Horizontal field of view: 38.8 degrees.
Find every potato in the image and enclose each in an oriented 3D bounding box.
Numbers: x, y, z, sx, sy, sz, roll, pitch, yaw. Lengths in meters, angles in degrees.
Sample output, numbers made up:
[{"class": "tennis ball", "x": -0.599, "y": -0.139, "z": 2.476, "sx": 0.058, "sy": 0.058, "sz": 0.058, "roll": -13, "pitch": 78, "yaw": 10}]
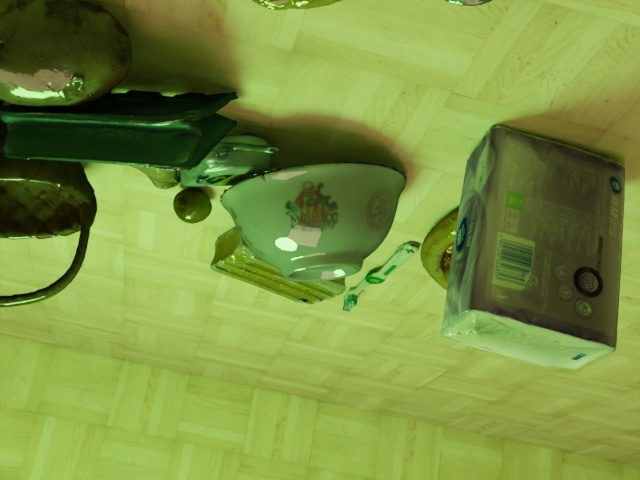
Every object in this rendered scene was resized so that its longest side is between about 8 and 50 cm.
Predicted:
[{"class": "potato", "x": -0.403, "y": -0.271, "z": 1.300, "sx": 0.262, "sy": 0.165, "sz": 0.165, "roll": 12, "pitch": 158, "yaw": -7}]

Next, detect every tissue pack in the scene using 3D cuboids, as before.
[{"class": "tissue pack", "x": 0.338, "y": 0.010, "z": 1.438, "sx": 0.242, "sy": 0.338, "sz": 0.160, "roll": 17, "pitch": 153, "yaw": -8}]

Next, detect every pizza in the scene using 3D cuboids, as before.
[{"class": "pizza", "x": 0.295, "y": 0.034, "z": 1.854, "sx": 0.182, "sy": 0.073, "sz": 0.365, "roll": 17, "pitch": 159, "yaw": 5}]

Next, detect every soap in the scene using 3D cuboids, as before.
[{"class": "soap", "x": -0.094, "y": 0.059, "z": 2.061, "sx": 0.274, "sy": 0.089, "sz": 0.173, "roll": 22, "pitch": 156, "yaw": -26}]

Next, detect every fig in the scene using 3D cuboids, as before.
[{"class": "fig", "x": -0.255, "y": -0.069, "z": 1.849, "sx": 0.074, "sy": 0.074, "sz": 0.088, "roll": -6, "pitch": 169, "yaw": 33}]

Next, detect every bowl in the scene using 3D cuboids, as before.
[{"class": "bowl", "x": -0.005, "y": -0.015, "z": 1.641, "sx": 0.346, "sy": 0.157, "sz": 0.345, "roll": -6, "pitch": 167, "yaw": -1}]

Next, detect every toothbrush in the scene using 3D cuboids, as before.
[{"class": "toothbrush", "x": 0.131, "y": 0.081, "z": 2.099, "sx": 0.042, "sy": 0.040, "sz": 0.418, "roll": 17, "pitch": 152, "yaw": -13}]

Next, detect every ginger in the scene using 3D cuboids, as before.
[{"class": "ginger", "x": -0.302, "y": -0.149, "z": 1.673, "sx": 0.137, "sy": 0.074, "sz": 0.213, "roll": 6, "pitch": 155, "yaw": 33}]

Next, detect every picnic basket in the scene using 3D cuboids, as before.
[{"class": "picnic basket", "x": -0.562, "y": -0.029, "z": 1.683, "sx": 0.293, "sy": 0.337, "sz": 0.337, "roll": -6, "pitch": 157, "yaw": -2}]

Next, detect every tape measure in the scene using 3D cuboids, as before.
[{"class": "tape measure", "x": -0.123, "y": -0.153, "z": 1.514, "sx": 0.164, "sy": 0.084, "sz": 0.330, "roll": -9, "pitch": 176, "yaw": -32}]

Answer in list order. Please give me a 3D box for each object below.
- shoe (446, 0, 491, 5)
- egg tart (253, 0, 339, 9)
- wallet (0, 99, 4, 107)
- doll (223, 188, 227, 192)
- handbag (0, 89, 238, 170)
[{"class": "shoe", "x": 0.202, "y": -0.330, "z": 1.034, "sx": 0.169, "sy": 0.071, "sz": 0.099, "roll": -5, "pitch": 150, "yaw": 24}, {"class": "egg tart", "x": -0.041, "y": -0.358, "z": 1.018, "sx": 0.241, "sy": 0.106, "sz": 0.241, "roll": 7, "pitch": 155, "yaw": 3}, {"class": "wallet", "x": -0.698, "y": -0.240, "z": 1.632, "sx": 0.228, "sy": 0.062, "sz": 0.406, "roll": 19, "pitch": 156, "yaw": -21}, {"class": "doll", "x": -0.122, "y": -0.081, "z": 1.774, "sx": 0.104, "sy": 0.062, "sz": 0.195, "roll": 21, "pitch": 173, "yaw": 22}, {"class": "handbag", "x": -0.311, "y": -0.184, "z": 1.419, "sx": 0.326, "sy": 0.089, "sz": 0.238, "roll": 3, "pitch": -159, "yaw": 12}]
